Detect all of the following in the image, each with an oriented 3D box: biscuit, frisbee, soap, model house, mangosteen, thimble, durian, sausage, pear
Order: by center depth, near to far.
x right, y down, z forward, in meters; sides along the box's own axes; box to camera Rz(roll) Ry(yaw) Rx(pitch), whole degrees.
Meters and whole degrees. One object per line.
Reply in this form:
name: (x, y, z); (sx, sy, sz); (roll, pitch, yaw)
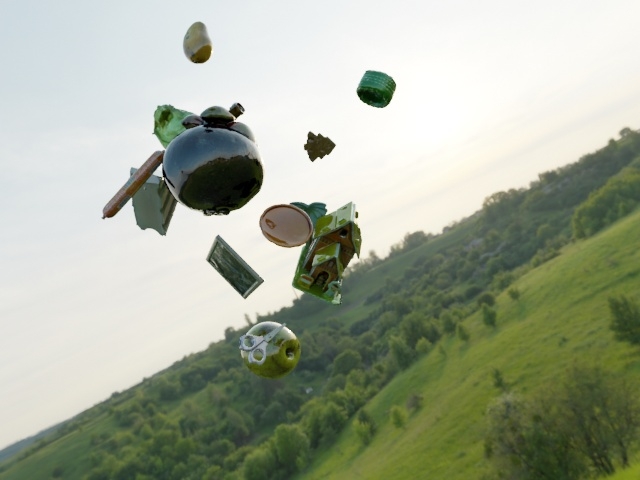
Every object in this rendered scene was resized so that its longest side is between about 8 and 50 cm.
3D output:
thimble: (0.188, -0.517, 1.661); (0.090, 0.130, 0.118); (-65, 17, -14)
frisbee: (-0.121, -0.047, 1.703); (0.191, 0.192, 0.035); (-23, -27, -30)
mangosteen: (-0.397, -0.310, 1.828); (0.381, 0.436, 0.382); (-1, -2, 0)
sausage: (-0.702, -0.213, 1.834); (0.348, 0.053, 0.053); (-52, -2, -10)
biscuit: (-0.001, -0.356, 1.842); (0.129, 0.120, 0.019); (3, 20, 16)
model house: (0.000, 0.000, 1.881); (0.300, 0.339, 0.324); (-76, 13, -59)
soap: (-0.720, -0.156, 2.050); (0.258, 0.158, 0.303); (-46, -23, -81)
durian: (-0.546, -0.434, 2.108); (0.339, 0.255, 0.205); (38, -105, -52)
pear: (-0.229, 0.515, 2.296); (0.283, 0.284, 0.283); (-26, -6, -3)

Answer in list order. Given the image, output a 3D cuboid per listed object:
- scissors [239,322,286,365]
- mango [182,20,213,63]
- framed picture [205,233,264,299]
scissors: (-0.163, 0.296, 1.463); (0.015, 0.100, 0.189); (-41, -5, 40)
mango: (-0.452, -0.720, 1.785); (0.115, 0.178, 0.090); (-29, -26, 17)
framed picture: (-0.334, 0.110, 1.855); (0.020, 0.240, 0.324); (-45, 3, -26)
